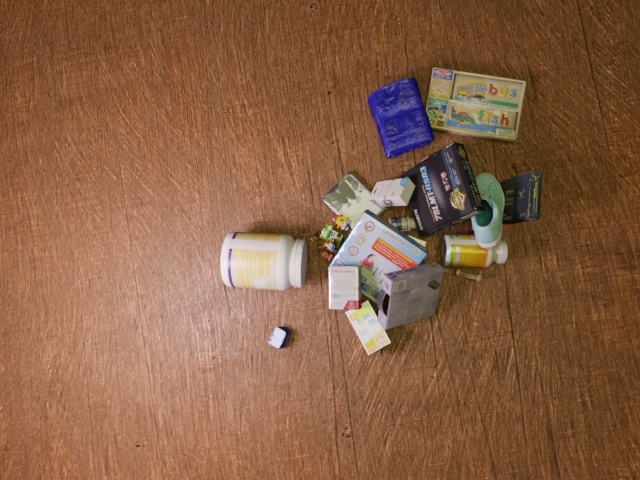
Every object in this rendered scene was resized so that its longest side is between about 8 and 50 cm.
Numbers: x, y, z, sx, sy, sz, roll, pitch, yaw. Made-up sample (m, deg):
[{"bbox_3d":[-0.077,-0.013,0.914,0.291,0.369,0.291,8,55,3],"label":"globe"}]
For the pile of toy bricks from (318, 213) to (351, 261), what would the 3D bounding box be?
[{"bbox_3d":[0.041,-0.017,1.847,0.105,0.118,0.212,25,99,14],"label":"pile of toy bricks"}]

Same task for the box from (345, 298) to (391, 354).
[{"bbox_3d":[0.203,0.365,1.811,0.114,0.103,0.203,-28,84,3],"label":"box"}]

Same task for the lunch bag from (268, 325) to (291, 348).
[{"bbox_3d":[-0.175,0.422,1.861,0.067,0.065,0.099,28,90,22],"label":"lunch bag"}]

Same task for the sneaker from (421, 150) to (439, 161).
[{"bbox_3d":[0.528,-0.228,1.838,0.131,0.112,0.319,-15,82,21],"label":"sneaker"}]

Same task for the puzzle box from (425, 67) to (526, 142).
[{"bbox_3d":[0.671,-0.595,1.867,0.408,0.052,0.272,10,86,6],"label":"puzzle box"}]

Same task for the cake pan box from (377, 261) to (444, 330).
[{"bbox_3d":[0.360,0.225,1.715,0.266,0.070,0.246,-12,121,-21],"label":"cake pan box"}]

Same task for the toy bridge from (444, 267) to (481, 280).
[{"bbox_3d":[0.582,0.138,1.814,0.188,0.063,0.026,14,87,7],"label":"toy bridge"}]

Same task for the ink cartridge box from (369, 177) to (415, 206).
[{"bbox_3d":[0.305,-0.204,1.824,0.060,0.180,0.104,40,67,-32],"label":"ink cartridge box"}]

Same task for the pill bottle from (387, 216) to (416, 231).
[{"bbox_3d":[0.356,-0.069,1.848,0.120,0.067,0.067,-6,85,5],"label":"pill bottle"}]

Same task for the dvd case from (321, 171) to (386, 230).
[{"bbox_3d":[0.148,-0.163,1.892,0.179,0.029,0.239,-45,84,1],"label":"dvd case"}]

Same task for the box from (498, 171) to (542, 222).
[{"bbox_3d":[0.805,-0.167,1.731,0.059,0.232,0.184,6,87,-6],"label":"box"}]

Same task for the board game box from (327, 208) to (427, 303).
[{"bbox_3d":[0.236,0.078,1.788,0.308,0.086,0.302,35,110,6],"label":"board game box"}]

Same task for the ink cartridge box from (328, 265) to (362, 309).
[{"bbox_3d":[0.103,0.193,1.749,0.127,0.072,0.175,-1,87,18],"label":"ink cartridge box"}]

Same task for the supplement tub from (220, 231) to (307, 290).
[{"bbox_3d":[-0.232,0.088,1.802,0.331,0.241,0.241,4,86,5],"label":"supplement tub"}]

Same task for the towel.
[{"bbox_3d":[0.346,-0.538,1.854,0.227,0.076,0.309,-19,83,21],"label":"towel"}]

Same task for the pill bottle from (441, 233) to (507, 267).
[{"bbox_3d":[0.641,0.044,1.778,0.245,0.136,0.137,2,86,5],"label":"pill bottle"}]

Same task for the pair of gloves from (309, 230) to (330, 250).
[{"bbox_3d":[0.000,0.000,1.902,0.074,0.010,0.083,-39,82,-4],"label":"pair of gloves"}]

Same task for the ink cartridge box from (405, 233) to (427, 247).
[{"bbox_3d":[0.387,0.011,1.828,0.122,0.088,0.052,19,88,7],"label":"ink cartridge box"}]

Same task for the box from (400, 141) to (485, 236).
[{"bbox_3d":[0.488,-0.200,1.735,0.293,0.073,0.296,-28,69,47],"label":"box"}]

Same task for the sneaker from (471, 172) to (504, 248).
[{"bbox_3d":[0.675,-0.156,1.720,0.135,0.150,0.366,-9,54,23],"label":"sneaker"}]
